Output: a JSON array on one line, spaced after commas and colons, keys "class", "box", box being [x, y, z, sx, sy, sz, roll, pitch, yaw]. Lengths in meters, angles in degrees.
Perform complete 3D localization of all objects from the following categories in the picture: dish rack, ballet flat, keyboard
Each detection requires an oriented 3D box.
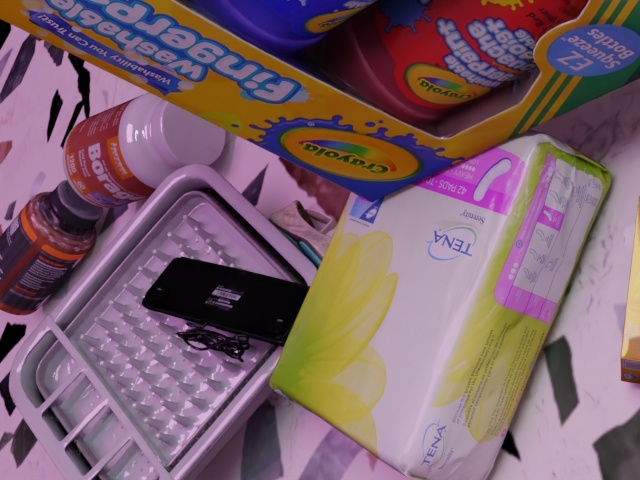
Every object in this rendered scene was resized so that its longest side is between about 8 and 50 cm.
[{"class": "dish rack", "box": [-0.152, 0.110, 1.279, 0.333, 0.072, 0.285, -50, 50, 3]}, {"class": "ballet flat", "box": [0.000, 0.000, 1.236, 0.052, 0.057, 0.168, -40, 38, -9]}, {"class": "keyboard", "box": [-0.093, 0.074, 1.204, 0.192, 0.038, 0.100, 12, 51, 37]}]

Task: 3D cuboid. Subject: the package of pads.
[{"class": "package of pads", "box": [0.097, 0.039, 1.048, 0.229, 0.101, 0.297, 25, 93, 55]}]

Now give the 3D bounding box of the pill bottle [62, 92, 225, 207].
[{"class": "pill bottle", "box": [-0.215, -0.114, 1.510, 0.216, 0.121, 0.121, -13, 63, 49]}]

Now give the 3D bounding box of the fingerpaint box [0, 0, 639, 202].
[{"class": "fingerpaint box", "box": [0.005, -0.223, 0.842, 0.371, 0.444, 0.163, -23, 52, 43]}]

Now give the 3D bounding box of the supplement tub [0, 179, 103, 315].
[{"class": "supplement tub", "box": [-0.374, 0.007, 1.669, 0.198, 0.106, 0.106, -44, 42, 29]}]

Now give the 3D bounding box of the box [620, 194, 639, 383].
[{"class": "box", "box": [0.236, 0.030, 0.891, 0.028, 0.081, 0.136, 4, 73, 15]}]
